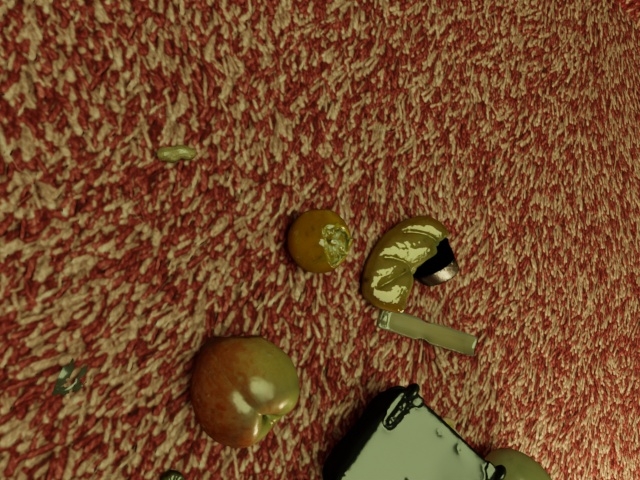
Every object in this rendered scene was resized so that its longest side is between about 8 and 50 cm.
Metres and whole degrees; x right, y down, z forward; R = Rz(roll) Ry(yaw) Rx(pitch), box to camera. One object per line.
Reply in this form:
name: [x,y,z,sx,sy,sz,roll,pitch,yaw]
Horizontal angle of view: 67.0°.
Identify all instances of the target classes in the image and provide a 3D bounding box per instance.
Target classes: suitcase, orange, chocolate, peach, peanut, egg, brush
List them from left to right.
peanut: [-0.301,-0.183,1.014,0.083,0.037,0.037,-12,93,-29]
peach: [-0.164,0.290,0.987,0.232,0.232,0.233,2,85,-30]
orange: [0.000,0.000,1.124,0.154,0.134,0.155,2,84,-23]
suitcase: [0.208,0.560,1.137,0.345,0.188,0.339,44,67,-1]
brush: [0.292,0.251,1.332,0.321,0.050,0.060,20,79,-20]
chocolate: [0.329,0.060,1.330,0.080,0.125,0.149,48,60,-37]
egg: [0.558,0.702,1.370,0.188,0.188,0.254,-39,95,-27]

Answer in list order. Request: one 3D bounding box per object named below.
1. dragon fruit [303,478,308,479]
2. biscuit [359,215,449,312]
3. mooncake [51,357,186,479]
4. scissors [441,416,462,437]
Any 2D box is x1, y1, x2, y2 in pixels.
dragon fruit: [-0.059,0.715,1.026,0.205,0.152,0.317,-9,91,-29]
biscuit: [0.213,0.046,1.273,0.154,0.045,0.299,36,73,-5]
mooncake: [-0.375,0.369,0.926,0.347,0.057,0.150,42,54,-28]
scissors: [0.289,0.527,1.318,0.317,0.024,0.160,42,67,-19]
